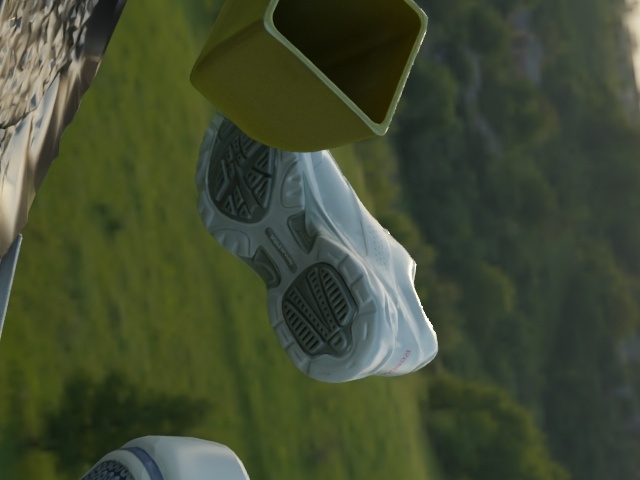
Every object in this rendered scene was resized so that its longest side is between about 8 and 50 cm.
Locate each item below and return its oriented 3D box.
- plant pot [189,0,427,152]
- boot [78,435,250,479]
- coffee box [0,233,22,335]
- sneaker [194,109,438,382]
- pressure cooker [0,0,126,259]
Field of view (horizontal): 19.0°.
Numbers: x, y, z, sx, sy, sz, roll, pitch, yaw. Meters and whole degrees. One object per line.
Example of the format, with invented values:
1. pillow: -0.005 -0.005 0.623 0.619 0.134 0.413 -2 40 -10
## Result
1. plant pot: -0.014 -0.090 0.904 0.081 0.083 0.081 42 49 -25
2. boot: -0.083 0.102 0.338 0.190 0.086 0.069 -58 -143 34
3. coffee box: -0.210 0.117 0.810 0.141 0.098 0.246 136 -34 -57
4. sneaker: 0.000 0.000 1.223 0.115 0.090 0.232 19 40 -51
5. pressure cooker: -0.253 -0.196 0.590 0.370 0.420 0.375 -70 180 -52
